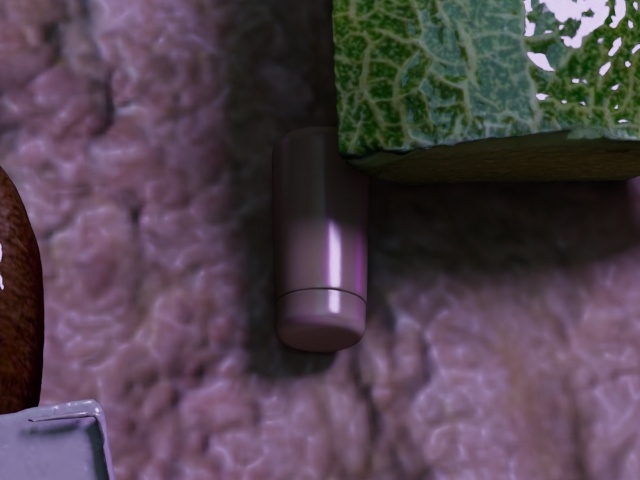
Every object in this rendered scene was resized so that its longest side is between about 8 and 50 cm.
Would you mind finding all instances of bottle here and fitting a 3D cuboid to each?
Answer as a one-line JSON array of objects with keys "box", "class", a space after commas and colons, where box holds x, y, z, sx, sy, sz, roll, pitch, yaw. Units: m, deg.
[{"box": [0.000, 0.000, 0.865, 0.045, 0.045, 0.096, 3, 67, -6], "class": "bottle"}]

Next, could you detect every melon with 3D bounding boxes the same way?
[{"box": [0.086, -0.172, 0.915, 0.196, 0.124, 0.323, 2, 66, -14], "class": "melon"}]

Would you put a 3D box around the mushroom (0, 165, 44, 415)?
[{"box": [-0.208, 0.055, 0.774, 0.194, 0.138, 0.231, 46, 79, -2], "class": "mushroom"}]

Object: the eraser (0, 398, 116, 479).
[{"box": [-0.114, 0.204, 0.673, 0.130, 0.086, 0.287, -9, 90, -17], "class": "eraser"}]
